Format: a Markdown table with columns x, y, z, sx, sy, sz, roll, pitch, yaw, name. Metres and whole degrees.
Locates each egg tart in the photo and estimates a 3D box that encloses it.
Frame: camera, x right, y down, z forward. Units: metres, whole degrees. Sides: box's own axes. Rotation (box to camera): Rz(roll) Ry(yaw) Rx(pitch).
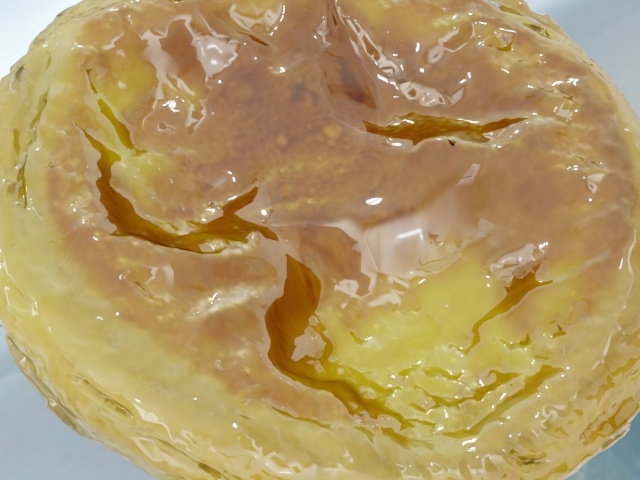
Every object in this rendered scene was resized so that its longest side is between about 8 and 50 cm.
| x | y | z | sx | sy | sz | roll | pitch | yaw | name |
| --- | --- | --- | --- | --- | --- | --- | --- | --- | --- |
| 0.000 | 0.000 | 1.130 | 0.443 | 0.178 | 0.443 | 5 | 51 | -6 | egg tart |
